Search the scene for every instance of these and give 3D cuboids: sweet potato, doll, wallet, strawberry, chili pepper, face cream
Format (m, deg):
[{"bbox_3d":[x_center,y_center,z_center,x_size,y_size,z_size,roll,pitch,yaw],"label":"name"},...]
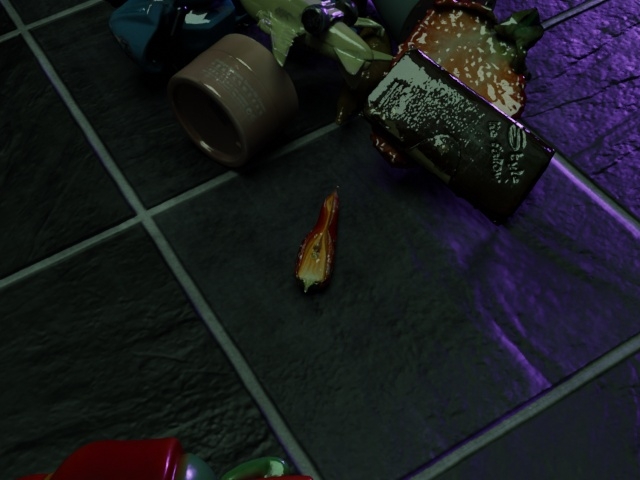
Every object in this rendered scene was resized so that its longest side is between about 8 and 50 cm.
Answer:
[{"bbox_3d":[0.068,-0.235,1.278,0.068,0.068,0.226,8,54,13],"label":"sweet potato"},{"bbox_3d":[-0.172,0.268,0.814,0.363,0.160,0.183,-1,51,6],"label":"doll"},{"bbox_3d":[0.170,-0.132,1.116,0.232,0.031,0.122,38,80,2],"label":"wallet"},{"bbox_3d":[0.174,-0.203,1.196,0.286,0.106,0.188,-42,84,-8],"label":"strawberry"},{"bbox_3d":[0.000,0.000,1.108,0.045,0.027,0.178,7,51,7],"label":"chili pepper"},{"bbox_3d":[-0.117,-0.185,1.198,0.149,0.149,0.104,30,60,28],"label":"face cream"}]

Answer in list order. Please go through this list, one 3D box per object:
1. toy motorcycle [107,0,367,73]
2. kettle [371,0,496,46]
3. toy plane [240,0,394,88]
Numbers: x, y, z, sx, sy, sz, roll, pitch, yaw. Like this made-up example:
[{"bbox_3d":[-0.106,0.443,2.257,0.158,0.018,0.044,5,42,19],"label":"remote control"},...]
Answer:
[{"bbox_3d":[-0.139,-0.337,1.339,0.416,0.172,0.232,7,59,-5],"label":"toy motorcycle"},{"bbox_3d":[0.149,-0.400,1.338,0.210,0.160,0.243,2,49,-43],"label":"kettle"},{"bbox_3d":[-0.017,-0.294,1.206,0.244,0.092,0.229,40,39,17],"label":"toy plane"}]
